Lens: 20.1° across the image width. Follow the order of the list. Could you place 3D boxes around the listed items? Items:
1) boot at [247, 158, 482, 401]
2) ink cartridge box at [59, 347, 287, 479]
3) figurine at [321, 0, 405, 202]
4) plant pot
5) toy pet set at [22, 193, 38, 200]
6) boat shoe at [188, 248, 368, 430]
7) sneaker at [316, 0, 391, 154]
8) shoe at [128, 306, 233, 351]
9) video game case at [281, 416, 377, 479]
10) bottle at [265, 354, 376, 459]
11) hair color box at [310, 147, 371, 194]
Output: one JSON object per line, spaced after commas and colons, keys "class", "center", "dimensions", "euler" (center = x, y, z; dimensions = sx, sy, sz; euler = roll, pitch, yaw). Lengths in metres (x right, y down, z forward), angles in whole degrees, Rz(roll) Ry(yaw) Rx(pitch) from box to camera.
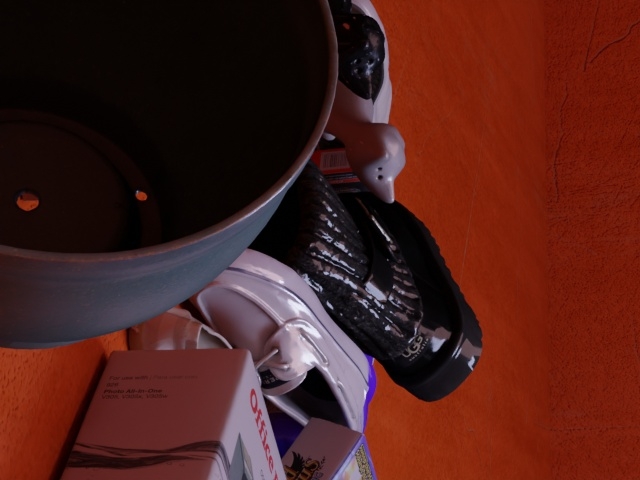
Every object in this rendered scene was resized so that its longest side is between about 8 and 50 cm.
{"class": "boot", "center": [0.003, -0.003, 1.785], "dimensions": [0.260, 0.131, 0.348], "euler": [34, 8, -31]}
{"class": "ink cartridge box", "center": [-0.112, 0.245, 1.318], "dimensions": [0.289, 0.121, 0.211], "euler": [-75, 157, -51]}
{"class": "figurine", "center": [0.016, -0.160, 1.755], "dimensions": [0.209, 0.092, 0.215], "euler": [53, -17, 48]}
{"class": "plant pot", "center": [-0.154, -0.060, 0.987], "dimensions": [0.196, 0.293, 0.293], "euler": [112, -11, -54]}
{"class": "toy pet set", "center": [-0.166, -0.021, 1.272], "dimensions": [0.122, 0.065, 0.114], "euler": [-58, 143, -66]}
{"class": "boat shoe", "center": [-0.035, 0.095, 1.595], "dimensions": [0.258, 0.095, 0.084], "euler": [40, 40, -40]}
{"class": "sneaker", "center": [0.024, -0.183, 1.977], "dimensions": [0.290, 0.106, 0.123], "euler": [87, 6, -50]}
{"class": "shoe", "center": [-0.099, 0.119, 1.515], "dimensions": [0.219, 0.058, 0.077], "euler": [62, 29, -59]}
{"class": "video game case", "center": [-0.020, 0.336, 1.618], "dimensions": [0.244, 0.061, 0.269], "euler": [-51, 143, -34]}
{"class": "bottle", "center": [-0.002, 0.170, 1.805], "dimensions": [0.283, 0.092, 0.118], "euler": [-63, 152, -62]}
{"class": "hair color box", "center": [0.031, -0.039, 2.011], "dimensions": [0.141, 0.072, 0.043], "euler": [71, 18, -44]}
